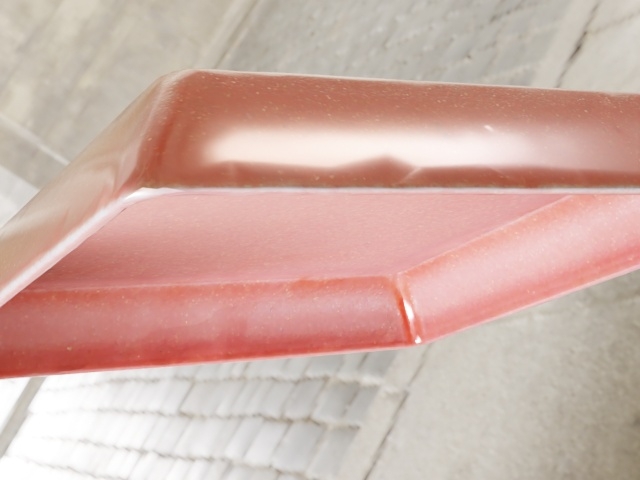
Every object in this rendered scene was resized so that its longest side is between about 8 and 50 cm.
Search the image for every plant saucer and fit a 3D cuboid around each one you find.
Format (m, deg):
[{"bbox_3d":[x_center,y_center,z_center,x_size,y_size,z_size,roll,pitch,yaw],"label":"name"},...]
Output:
[{"bbox_3d":[0.000,0.000,0.467,0.259,0.258,0.048,-27,68,56],"label":"plant saucer"}]
